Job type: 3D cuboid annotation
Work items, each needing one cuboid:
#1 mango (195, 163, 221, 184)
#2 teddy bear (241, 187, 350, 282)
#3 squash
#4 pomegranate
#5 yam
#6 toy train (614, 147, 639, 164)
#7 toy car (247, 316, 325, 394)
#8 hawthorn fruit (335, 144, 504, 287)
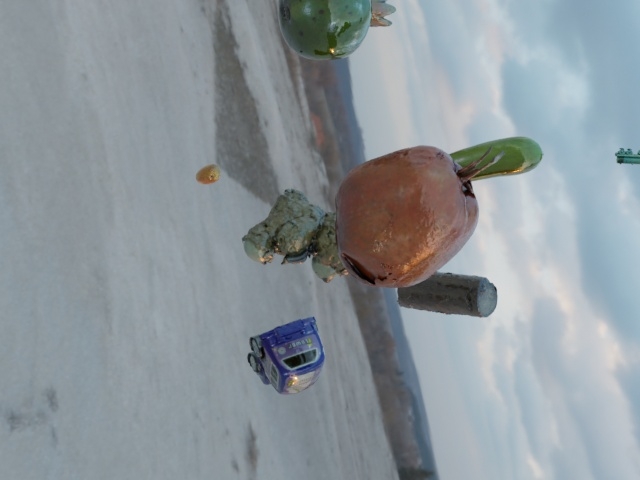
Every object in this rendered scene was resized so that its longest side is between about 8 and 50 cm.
[{"bbox_3d":[-0.292,-0.170,1.741,0.089,0.060,0.046,0,-51,54],"label":"mango"},{"bbox_3d":[0.000,0.000,1.395,0.156,0.256,0.267,-69,166,8],"label":"teddy bear"},{"bbox_3d":[0.275,-0.133,1.147,0.066,0.201,0.066,-10,90,-76],"label":"squash"},{"bbox_3d":[0.033,-0.423,1.239,0.187,0.225,0.187,25,-59,52],"label":"pomegranate"},{"bbox_3d":[0.361,0.149,1.951,0.131,0.279,0.131,-4,95,-48],"label":"yam"},{"bbox_3d":[0.791,-0.207,1.699,0.029,0.092,0.045,58,44,-55],"label":"toy train"},{"bbox_3d":[-0.082,0.316,1.760,0.158,0.172,0.235,62,-25,29],"label":"toy car"},{"bbox_3d":[0.153,-0.053,1.035,0.211,0.299,0.211,32,42,-35],"label":"hawthorn fruit"}]
